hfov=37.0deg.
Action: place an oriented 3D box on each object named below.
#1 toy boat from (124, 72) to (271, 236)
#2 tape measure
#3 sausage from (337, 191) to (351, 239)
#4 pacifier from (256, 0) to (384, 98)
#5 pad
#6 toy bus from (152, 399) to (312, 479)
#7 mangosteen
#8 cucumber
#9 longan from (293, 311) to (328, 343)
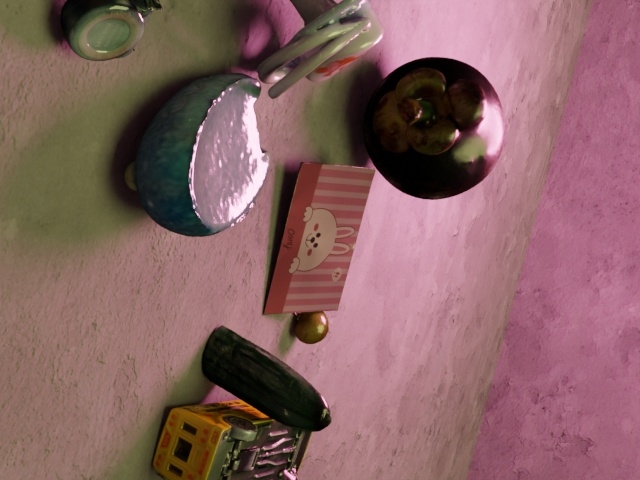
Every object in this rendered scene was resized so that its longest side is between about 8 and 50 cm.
[{"bbox_3d":[-0.179,-0.127,1.401,0.330,0.123,0.215,-59,148,-55],"label":"toy boat"},{"bbox_3d":[-0.273,-0.314,1.167,0.107,0.104,0.180,-2,71,-41],"label":"tape measure"},{"bbox_3d":[0.027,-0.058,1.866,0.076,0.076,0.141,-35,131,-54],"label":"sausage"},{"bbox_3d":[-0.025,-0.369,1.482,0.244,0.299,0.233,-32,94,-33],"label":"pacifier"},{"bbox_3d":[0.000,0.000,1.810,0.202,0.005,0.300,1,110,-44],"label":"pad"},{"bbox_3d":[-0.137,0.354,1.665,0.330,0.152,0.144,11,98,-62],"label":"toy bus"},{"bbox_3d":[0.242,-0.238,1.937,0.297,0.297,0.313,-59,-172,-31],"label":"mangosteen"},{"bbox_3d":[-0.092,0.249,1.605,0.063,0.243,0.115,-37,143,-47],"label":"cucumber"},{"bbox_3d":[-0.023,0.167,1.905,0.083,0.075,0.075,31,70,-20],"label":"longan"}]
